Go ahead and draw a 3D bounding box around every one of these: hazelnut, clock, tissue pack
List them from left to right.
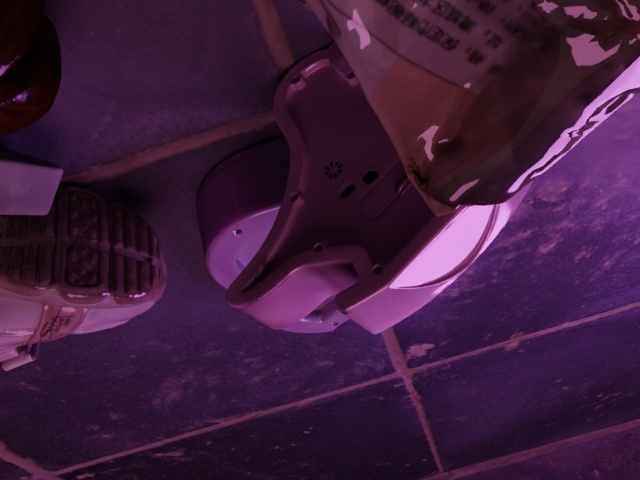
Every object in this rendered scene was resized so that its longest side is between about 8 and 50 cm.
[{"bbox_3d":[-0.302,-0.164,0.546,0.177,0.178,0.204,-11,142,-5],"label":"hazelnut"},{"bbox_3d":[0.000,0.000,0.933,0.338,0.102,0.339,-9,145,-6],"label":"clock"},{"bbox_3d":[0.020,-0.041,0.693,0.290,0.275,0.080,-48,142,-1],"label":"clock"},{"bbox_3d":[0.097,-0.246,0.422,0.390,0.376,0.195,-42,176,41],"label":"tissue pack"}]

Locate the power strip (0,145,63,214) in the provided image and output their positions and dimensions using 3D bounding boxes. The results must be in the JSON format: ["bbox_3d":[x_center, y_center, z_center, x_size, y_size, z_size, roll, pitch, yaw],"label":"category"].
[{"bbox_3d":[-0.344,-0.060,0.598,0.091,0.063,0.385,18,-176,9],"label":"power strip"}]

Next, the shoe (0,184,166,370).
[{"bbox_3d":[-0.357,0.051,0.816,0.350,0.172,0.198,8,131,-9],"label":"shoe"}]
